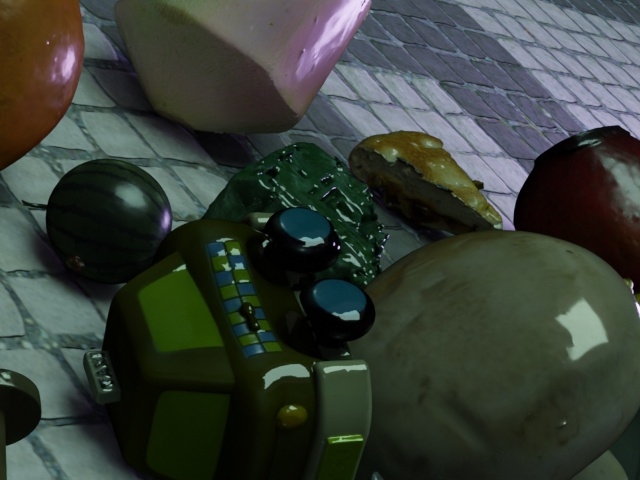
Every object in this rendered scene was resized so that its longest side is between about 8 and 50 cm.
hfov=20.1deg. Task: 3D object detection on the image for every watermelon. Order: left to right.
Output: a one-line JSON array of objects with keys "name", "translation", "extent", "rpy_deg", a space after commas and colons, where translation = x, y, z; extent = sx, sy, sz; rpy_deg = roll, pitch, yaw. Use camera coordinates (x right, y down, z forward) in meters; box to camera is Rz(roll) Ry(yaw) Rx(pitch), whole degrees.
[{"name": "watermelon", "translation": [-0.190, -0.019, 1.530], "extent": [0.133, 0.105, 0.105], "rpy_deg": [16, 20, 12]}]

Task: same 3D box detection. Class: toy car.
[{"name": "toy car", "translation": [-0.083, 0.092, 1.392], "extent": [0.198, 0.204, 0.248], "rpy_deg": [-2, 40, -21]}]

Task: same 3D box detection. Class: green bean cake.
[{"name": "green bean cake", "translation": [0.000, 0.000, 1.743], "extent": [0.193, 0.107, 0.208], "rpy_deg": [38, 22, 7]}]

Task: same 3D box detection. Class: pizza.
[{"name": "pizza", "translation": [0.129, -0.052, 2.059], "extent": [0.194, 0.069, 0.154], "rpy_deg": [42, 25, 19]}]

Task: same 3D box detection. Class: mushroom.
[{"name": "mushroom", "translation": [0.153, 0.146, 1.557], "extent": [0.290, 0.292, 0.292], "rpy_deg": [59, 6, -37]}]

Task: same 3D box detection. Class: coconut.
[{"name": "coconut", "translation": [-0.093, -0.226, 1.894], "extent": [0.233, 0.245, 0.233], "rpy_deg": [35, -14, 10]}]

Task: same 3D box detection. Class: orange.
[{"name": "orange", "translation": [-0.329, -0.179, 1.485], "extent": [0.284, 0.226, 0.284], "rpy_deg": [25, 31, -17]}]

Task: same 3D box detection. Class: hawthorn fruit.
[{"name": "hawthorn fruit", "translation": [0.347, -0.014, 2.125], "extent": [0.250, 0.215, 0.215], "rpy_deg": [46, 25, 25]}]

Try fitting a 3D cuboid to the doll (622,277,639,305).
[{"name": "doll", "translation": [0.435, 0.148, 2.041], "extent": [0.296, 0.117, 0.141], "rpy_deg": [28, 6, -20]}]

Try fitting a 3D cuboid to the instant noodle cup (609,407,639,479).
[{"name": "instant noodle cup", "translation": [0.397, 0.216, 1.709], "extent": [0.308, 0.294, 0.294], "rpy_deg": [4, 38, -40]}]

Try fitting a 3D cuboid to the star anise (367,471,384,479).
[{"name": "star anise", "translation": [0.097, 0.288, 1.331], "extent": [0.223, 0.109, 0.236], "rpy_deg": [29, 40, 4]}]

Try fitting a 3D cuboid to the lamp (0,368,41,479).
[{"name": "lamp", "translation": [-0.194, 0.181, 1.104], "extent": [0.121, 0.121, 0.215], "rpy_deg": [20, 40, -33]}]
